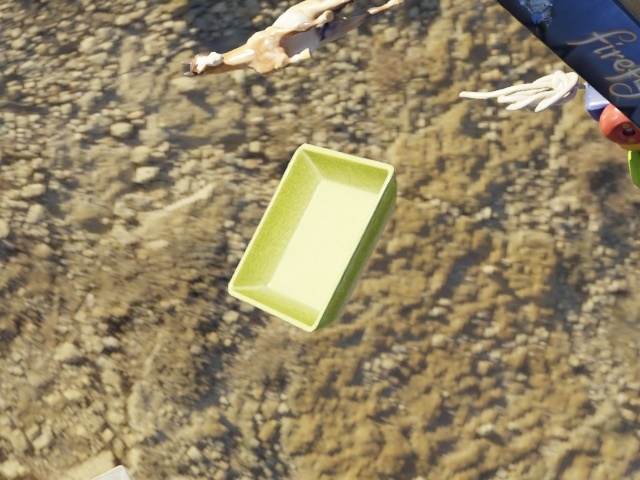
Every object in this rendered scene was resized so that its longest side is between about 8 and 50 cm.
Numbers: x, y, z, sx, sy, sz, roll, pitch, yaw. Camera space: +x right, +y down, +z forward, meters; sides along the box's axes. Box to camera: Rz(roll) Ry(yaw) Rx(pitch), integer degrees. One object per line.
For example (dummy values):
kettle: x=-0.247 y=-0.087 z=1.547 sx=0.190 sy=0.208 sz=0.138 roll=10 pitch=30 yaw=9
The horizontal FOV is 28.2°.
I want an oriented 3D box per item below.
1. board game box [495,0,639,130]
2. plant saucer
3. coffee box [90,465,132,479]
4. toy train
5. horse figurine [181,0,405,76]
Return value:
board game box: x=0.089 y=-0.177 z=0.623 sx=0.042 sy=0.165 sz=0.243 roll=-35 pitch=130 yaw=29
plant saucer: x=0.000 y=0.000 z=1.358 sx=0.045 sy=0.188 sz=0.188 roll=30 pitch=85 yaw=-34
coffee box: x=-0.291 y=0.349 z=1.311 sx=0.098 sy=0.246 sz=0.141 roll=55 pitch=32 yaw=11
toy train: x=0.249 y=-0.093 z=1.008 sx=0.143 sy=0.248 sz=0.105 roll=57 pitch=34 yaw=-47
horse figurine: x=-0.015 y=-0.250 z=1.497 sx=0.263 sy=0.174 sz=0.066 roll=-39 pitch=110 yaw=-38
